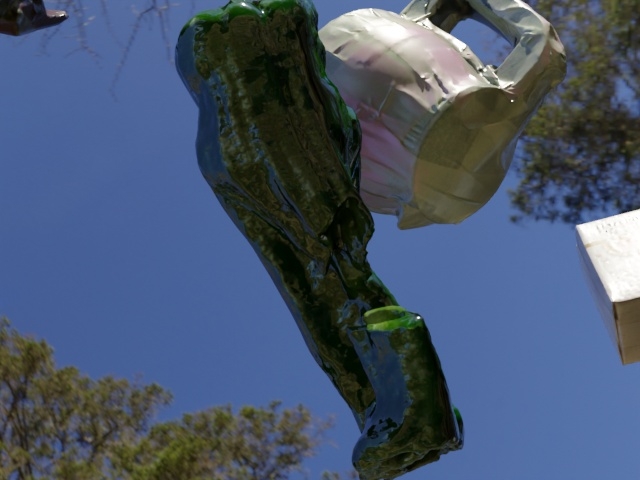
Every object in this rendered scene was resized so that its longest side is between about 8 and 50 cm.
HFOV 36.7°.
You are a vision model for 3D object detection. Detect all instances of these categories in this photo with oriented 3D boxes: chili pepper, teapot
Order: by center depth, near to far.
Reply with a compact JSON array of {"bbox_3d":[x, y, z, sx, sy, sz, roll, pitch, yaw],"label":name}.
[{"bbox_3d":[0.000,0.000,0.474,0.084,0.099,0.253,-23,-92,-4],"label":"chili pepper"},{"bbox_3d":[0.096,-0.107,0.813,0.222,0.178,0.163,-33,-45,-22],"label":"teapot"}]

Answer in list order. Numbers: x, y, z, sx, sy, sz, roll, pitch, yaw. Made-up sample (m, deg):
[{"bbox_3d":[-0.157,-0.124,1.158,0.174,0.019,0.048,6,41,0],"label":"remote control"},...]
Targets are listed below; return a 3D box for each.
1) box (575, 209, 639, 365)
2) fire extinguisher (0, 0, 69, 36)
[{"bbox_3d":[0.348,0.024,0.880,0.199,0.135,0.081,-13,-59,8],"label":"box"},{"bbox_3d":[-0.175,-0.249,0.534,0.107,0.147,0.337,16,-46,5],"label":"fire extinguisher"}]
